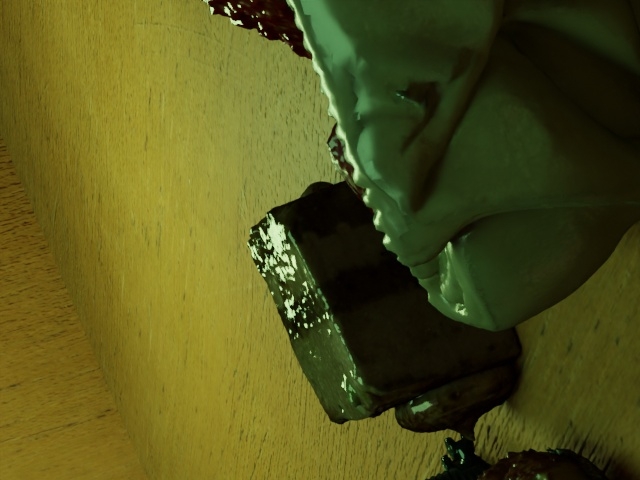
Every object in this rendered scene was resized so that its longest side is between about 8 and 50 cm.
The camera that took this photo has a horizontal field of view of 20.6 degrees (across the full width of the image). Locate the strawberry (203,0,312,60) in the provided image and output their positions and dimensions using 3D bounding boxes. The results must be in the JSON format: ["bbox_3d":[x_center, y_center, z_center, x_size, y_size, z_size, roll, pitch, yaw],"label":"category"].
[{"bbox_3d":[-0.006,-0.285,1.614,0.351,0.267,0.312,60,-177,-33],"label":"strawberry"}]

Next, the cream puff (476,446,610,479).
[{"bbox_3d":[0.218,0.311,1.648,0.240,0.164,0.240,44,142,50],"label":"cream puff"}]

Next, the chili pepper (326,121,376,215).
[{"bbox_3d":[0.143,-0.023,1.594,0.338,0.134,0.131,42,145,49],"label":"chili pepper"}]

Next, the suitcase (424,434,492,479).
[{"bbox_3d":[0.142,0.378,1.858,0.128,0.202,0.312,89,158,-66],"label":"suitcase"}]

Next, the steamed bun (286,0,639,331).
[{"bbox_3d":[0.136,-0.126,1.315,0.342,0.255,0.368,11,-119,-78],"label":"steamed bun"}]

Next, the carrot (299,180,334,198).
[{"bbox_3d":[0.000,0.000,2.146,0.186,0.060,0.060,91,154,-49],"label":"carrot"}]

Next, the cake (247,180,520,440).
[{"bbox_3d":[0.069,0.082,1.813,0.293,0.198,0.196,69,159,7],"label":"cake"}]
